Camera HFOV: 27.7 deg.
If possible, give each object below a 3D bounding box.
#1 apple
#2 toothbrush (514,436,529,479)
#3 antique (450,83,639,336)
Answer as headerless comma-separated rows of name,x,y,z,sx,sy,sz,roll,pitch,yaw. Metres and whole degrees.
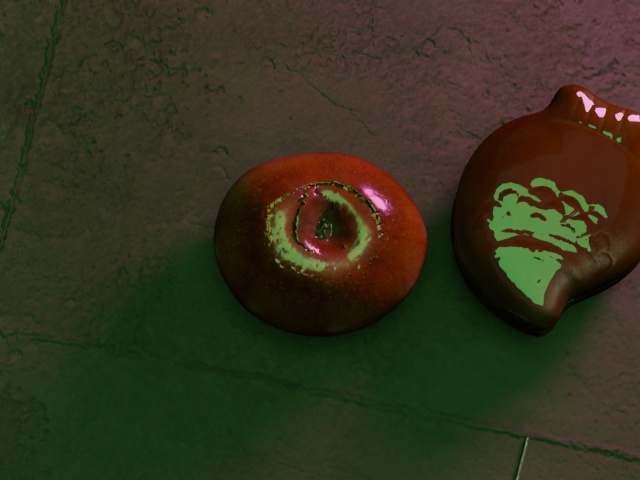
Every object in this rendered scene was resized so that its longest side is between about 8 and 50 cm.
apple,0.000,0.000,1.440,0.235,0.173,0.210,-16,79,-3
toothbrush,0.221,0.268,1.463,0.008,0.006,0.097,16,79,8
antique,0.263,-0.031,1.462,0.223,0.129,0.278,20,80,6
